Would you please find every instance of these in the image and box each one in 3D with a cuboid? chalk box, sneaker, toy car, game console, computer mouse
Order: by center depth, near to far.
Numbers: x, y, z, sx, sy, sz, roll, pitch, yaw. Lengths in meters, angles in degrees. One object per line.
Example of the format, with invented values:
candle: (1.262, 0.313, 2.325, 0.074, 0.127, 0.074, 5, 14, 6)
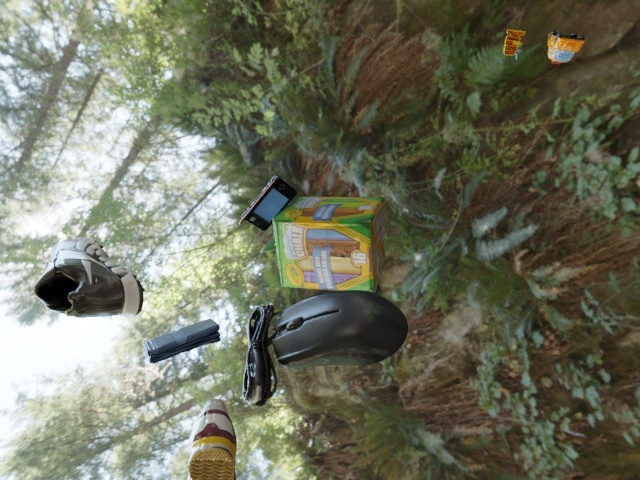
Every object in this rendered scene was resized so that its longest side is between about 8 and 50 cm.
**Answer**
sneaker: (-0.138, 0.287, 0.534, 0.070, 0.185, 0.084, 9, -147, -13)
toy car: (0.291, -0.261, 0.556, 0.122, 0.040, 0.060, 0, -146, -7)
sneaker: (-0.357, 0.050, 0.592, 0.234, 0.078, 0.106, 22, -164, 36)
computer mouse: (-0.001, 0.143, 0.648, 0.188, 0.272, 0.072, -94, -12, -47)
chalk box: (0.000, 0.000, 0.989, 0.180, 0.289, 0.179, -55, -36, -61)
game console: (-0.129, -0.085, 1.043, 0.124, 0.144, 0.085, 34, -169, -41)

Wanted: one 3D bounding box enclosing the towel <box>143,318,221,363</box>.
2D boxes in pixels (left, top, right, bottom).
towel: (-0.229, 0.167, 0.688, 0.120, 0.067, 0.029, -18, -76, -27)
